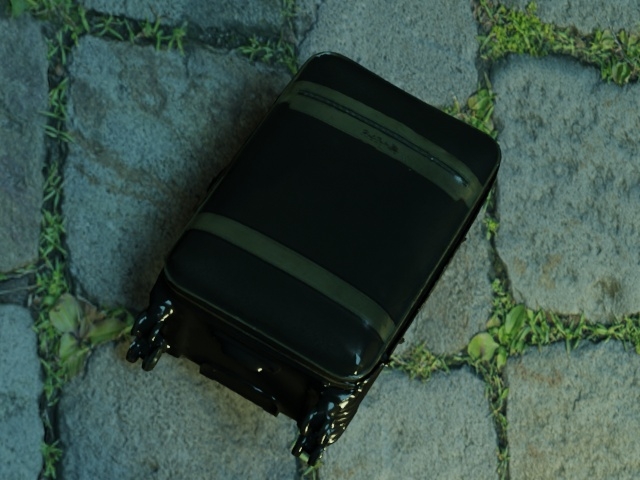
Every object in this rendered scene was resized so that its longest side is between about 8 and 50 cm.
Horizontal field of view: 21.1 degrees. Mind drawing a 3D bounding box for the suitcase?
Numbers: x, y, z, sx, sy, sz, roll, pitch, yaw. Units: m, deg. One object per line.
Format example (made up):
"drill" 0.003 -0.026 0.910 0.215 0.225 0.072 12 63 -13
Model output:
"suitcase" 0.000 0.000 1.895 0.283 0.194 0.434 29 58 8
